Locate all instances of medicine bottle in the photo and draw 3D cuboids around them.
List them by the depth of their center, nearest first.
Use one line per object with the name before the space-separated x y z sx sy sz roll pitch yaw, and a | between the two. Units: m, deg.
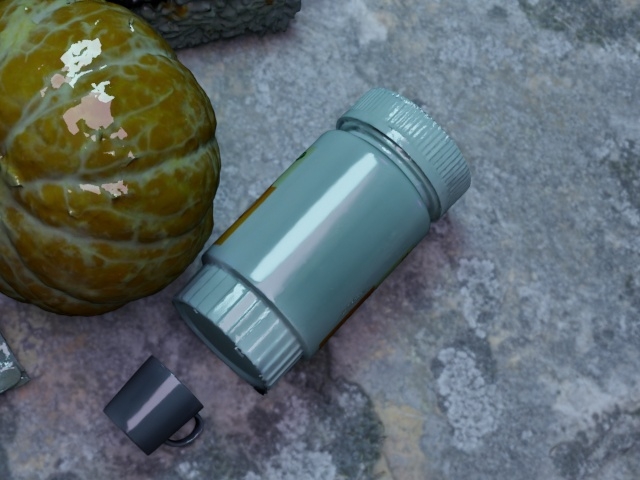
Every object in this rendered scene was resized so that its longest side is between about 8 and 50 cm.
medicine bottle | 0.000 0.000 1.413 0.158 0.158 0.318 43 74 5

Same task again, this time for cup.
cup | -0.168 0.180 1.393 0.077 0.078 0.100 -45 116 -11

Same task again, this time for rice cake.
rice cake | -0.379 0.051 1.409 0.045 0.042 0.245 -29 81 -9

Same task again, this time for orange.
orange | -0.243 -0.087 1.327 0.329 0.329 0.249 47 40 6

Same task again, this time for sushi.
sushi | -0.134 -0.292 1.484 0.225 0.136 0.126 -7 68 -4
